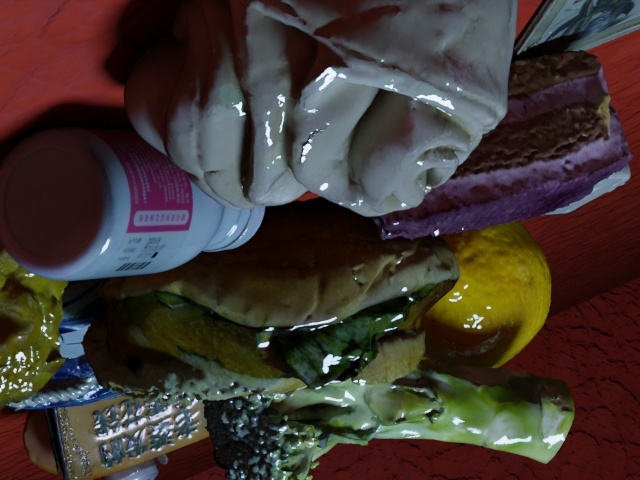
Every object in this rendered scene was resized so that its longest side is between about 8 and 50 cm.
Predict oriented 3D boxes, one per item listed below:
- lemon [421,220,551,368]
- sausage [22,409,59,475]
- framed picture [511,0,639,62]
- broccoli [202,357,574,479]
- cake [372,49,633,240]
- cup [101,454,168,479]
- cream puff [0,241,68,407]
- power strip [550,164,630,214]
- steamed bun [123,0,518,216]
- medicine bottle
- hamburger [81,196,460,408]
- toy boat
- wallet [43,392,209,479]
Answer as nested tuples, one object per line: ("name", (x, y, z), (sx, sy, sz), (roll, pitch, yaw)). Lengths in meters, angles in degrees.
("lemon", (0.150, 0.049, 1.791), (0.188, 0.188, 0.256), (-28, 164, 15))
("sausage", (-0.223, 0.201, 1.897), (0.112, 0.112, 0.328), (-29, 171, 15))
("framed picture", (0.231, -0.188, 1.289), (0.173, 0.010, 0.231), (-23, 170, -13))
("broccoli", (0.057, 0.157, 1.616), (0.361, 0.221, 0.252), (16, -166, 7))
("cake", (0.128, -0.075, 1.295), (0.295, 0.116, 0.113), (-13, 162, -44))
("cup", (-0.252, 0.271, 2.172), (0.074, 0.099, 0.102), (-27, 170, 9))
("cream puff", (-0.234, 0.068, 1.165), (0.146, 0.116, 0.146), (-22, 168, -5))
("power strip", (0.248, -0.070, 1.798), (0.098, 0.058, 0.338), (-31, 168, 23))
("steamed bun", (0.015, -0.081, 0.930), (0.218, 0.144, 0.211), (-21, 169, -21))
("medicine bottle", (-0.111, -0.024, 1.064), (0.090, 0.090, 0.216), (-30, 170, 22))
("hamburger", (-0.041, 0.038, 1.312), (0.284, 0.134, 0.265), (-5, -167, -14))
("toy boat", (-0.210, 0.092, 1.495), (0.210, 0.070, 0.291), (-34, 164, 16))
("wallet", (-0.182, 0.157, 1.706), (0.195, 0.042, 0.161), (-19, 130, -21))
